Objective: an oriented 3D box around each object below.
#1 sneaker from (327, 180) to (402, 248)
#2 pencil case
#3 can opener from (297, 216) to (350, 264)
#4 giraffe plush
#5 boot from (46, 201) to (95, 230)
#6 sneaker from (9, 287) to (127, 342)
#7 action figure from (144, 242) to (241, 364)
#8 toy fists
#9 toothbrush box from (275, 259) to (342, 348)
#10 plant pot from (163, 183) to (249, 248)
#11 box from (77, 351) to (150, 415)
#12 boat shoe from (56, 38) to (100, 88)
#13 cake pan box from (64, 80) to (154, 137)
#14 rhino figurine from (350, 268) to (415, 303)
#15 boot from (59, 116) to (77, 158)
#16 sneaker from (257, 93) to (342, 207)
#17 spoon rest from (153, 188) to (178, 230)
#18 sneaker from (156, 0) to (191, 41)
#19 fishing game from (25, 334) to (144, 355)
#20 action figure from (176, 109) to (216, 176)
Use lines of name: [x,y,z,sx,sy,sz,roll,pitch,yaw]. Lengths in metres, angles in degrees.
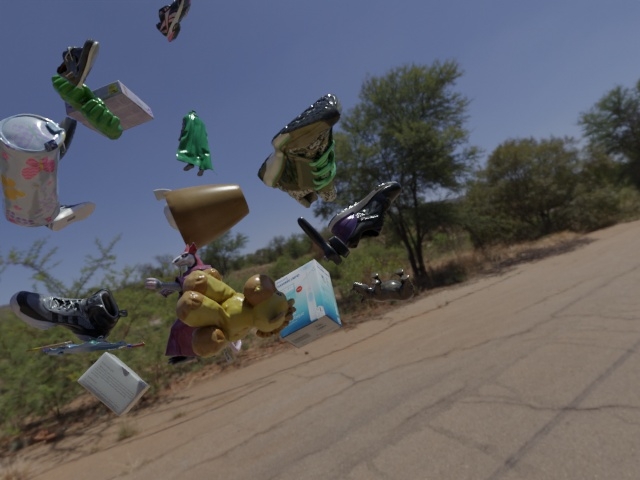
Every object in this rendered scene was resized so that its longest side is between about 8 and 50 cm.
sneaker: [0.170,-0.073,1.279,0.283,0.124,0.107,-35,-22,-15]
pencil case: [-0.643,-0.148,0.893,0.273,0.114,0.124,-51,9,41]
can opener: [0.000,0.000,1.180,0.073,0.186,0.059,-45,-14,-16]
giraffe plush: [-0.141,0.134,0.763,0.171,0.210,0.181,-18,32,9]
boot: [-0.853,-0.101,1.338,0.069,0.086,0.190,-61,0,26]
sneaker: [-0.673,0.180,1.098,0.153,0.101,0.269,-39,-50,14]
action figure: [-0.384,0.191,1.251,0.276,0.369,0.248,2,2,-9]
toy fists: [-0.847,-0.493,1.463,0.096,0.279,0.142,-47,5,-7]
toothbrush box: [-0.057,0.260,1.662,0.217,0.295,0.126,-30,-48,17]
plant pot: [-0.400,-0.108,1.466,0.255,0.236,0.237,-22,-2,-15]
box: [-0.700,0.492,1.373,0.119,0.181,0.182,-50,0,-26]
boat shoe: [-0.692,-0.509,1.139,0.079,0.083,0.233,30,-24,-36]
cake pan box: [-0.892,-0.553,1.717,0.246,0.070,0.267,-18,-9,4]
rhino figurine: [0.208,0.168,1.371,0.244,0.106,0.073,-12,30,32]
boot: [-0.746,-0.238,1.009,0.161,0.246,0.083,32,-6,-29]
sneaker: [-0.010,-0.178,0.906,0.158,0.182,0.410,-47,6,-17]
spoon rest: [-0.616,-0.140,1.662,0.084,0.137,0.276,-26,45,-20]
sneaker: [-0.499,-0.754,1.332,0.178,0.077,0.071,-42,23,36]
fishing game: [-0.624,0.279,1.076,0.189,0.041,0.264,-14,-18,18]
action figure: [-0.394,-0.314,1.247,0.064,0.231,0.137,-26,-29,30]
